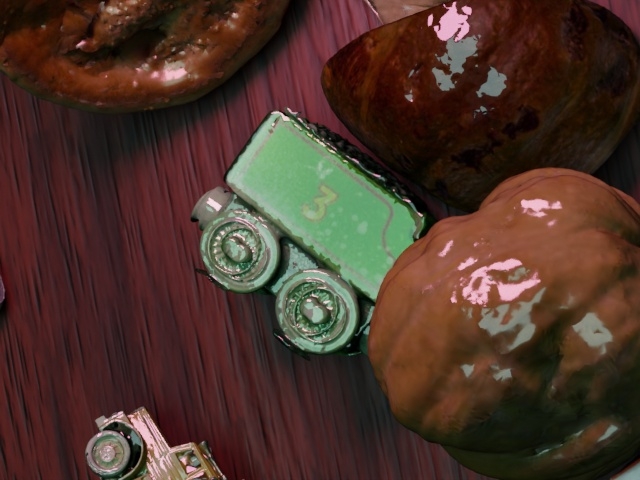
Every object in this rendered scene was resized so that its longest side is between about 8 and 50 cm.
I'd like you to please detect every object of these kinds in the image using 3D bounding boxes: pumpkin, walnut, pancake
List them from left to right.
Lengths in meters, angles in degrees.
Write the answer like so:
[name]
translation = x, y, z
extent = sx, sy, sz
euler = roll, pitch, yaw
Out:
[pancake]
translation = -0.181, -0.260, 1.571
extent = 0.356, 0.356, 0.065
euler = -41, 43, 16
[pumpkin]
translation = 0.133, -0.119, 1.523
extent = 0.312, 0.148, 0.169
euler = -14, 66, 24
[walnut]
translation = 0.196, 0.081, 1.445
extent = 0.277, 0.282, 0.253
euler = -41, 74, 15

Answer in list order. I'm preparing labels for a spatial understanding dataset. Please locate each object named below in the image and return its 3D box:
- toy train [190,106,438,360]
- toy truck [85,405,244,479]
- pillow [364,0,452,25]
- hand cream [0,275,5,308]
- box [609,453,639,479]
[toy train]
translation = 0.000, 0.000, 1.600
extent = 0.243, 0.132, 0.188
euler = 39, 99, 14
[toy truck]
translation = -0.126, 0.278, 1.668
extent = 0.135, 0.128, 0.259
euler = -36, 76, -9
[pillow]
translation = 0.123, -0.340, 1.576
extent = 0.302, 0.075, 0.185
euler = -44, 76, 14
[hand cream]
translation = -0.423, 0.070, 1.800
extent = 0.175, 0.046, 0.095
euler = -17, 87, 22
[box]
translation = 0.353, 0.253, 1.468
extent = 0.099, 0.133, 0.182
euler = -39, 76, 17
